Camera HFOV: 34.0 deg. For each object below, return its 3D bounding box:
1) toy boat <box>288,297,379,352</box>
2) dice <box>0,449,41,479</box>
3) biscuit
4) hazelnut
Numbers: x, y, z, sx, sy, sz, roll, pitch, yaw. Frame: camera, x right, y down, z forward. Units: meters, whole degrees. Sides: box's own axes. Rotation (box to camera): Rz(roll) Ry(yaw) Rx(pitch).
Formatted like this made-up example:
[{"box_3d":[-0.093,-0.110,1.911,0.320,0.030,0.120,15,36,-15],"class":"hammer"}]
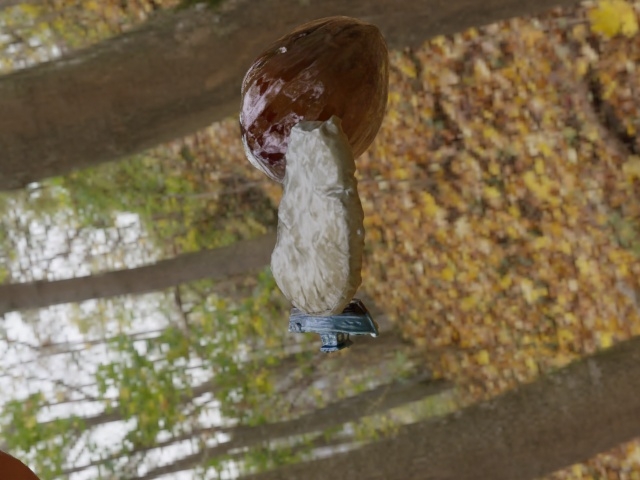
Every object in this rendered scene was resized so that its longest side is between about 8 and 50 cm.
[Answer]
[{"box_3d":[0.017,0.103,1.261,0.137,0.060,0.060,-9,97,44],"class":"toy boat"},{"box_3d":[-0.396,0.342,1.149,0.179,0.175,0.174,56,-164,-8],"class":"dice"},{"box_3d":[-0.002,0.001,1.044,0.141,0.038,0.289,60,155,30],"class":"biscuit"},{"box_3d":[-0.009,-0.178,1.269,0.212,0.181,0.180,-97,7,-55],"class":"hazelnut"}]
